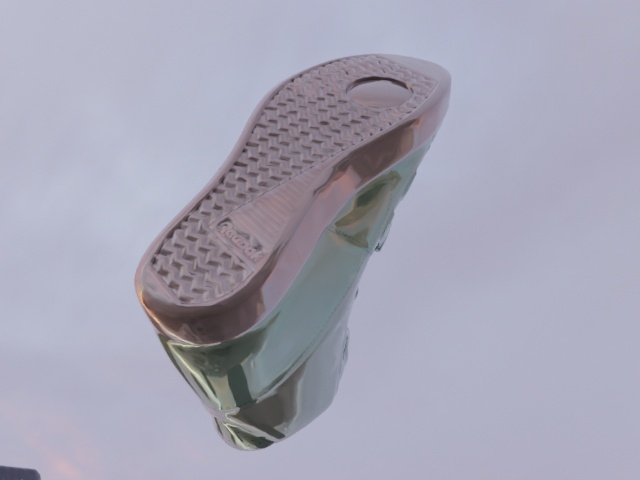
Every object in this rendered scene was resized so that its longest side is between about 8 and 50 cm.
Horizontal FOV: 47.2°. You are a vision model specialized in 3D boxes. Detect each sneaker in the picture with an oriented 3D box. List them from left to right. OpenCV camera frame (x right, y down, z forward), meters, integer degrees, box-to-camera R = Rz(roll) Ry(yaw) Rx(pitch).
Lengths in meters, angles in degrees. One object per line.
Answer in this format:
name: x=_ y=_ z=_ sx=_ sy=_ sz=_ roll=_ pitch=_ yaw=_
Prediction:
sneaker: x=-0.001 y=0.000 z=0.434 sx=0.094 sy=0.256 sz=0.151 roll=20 pitch=-40 yaw=26

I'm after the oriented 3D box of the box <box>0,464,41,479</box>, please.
box: x=-0.566 y=0.430 z=0.923 sx=0.294 sy=0.395 sz=0.211 roll=-23 pitch=-112 yaw=1
